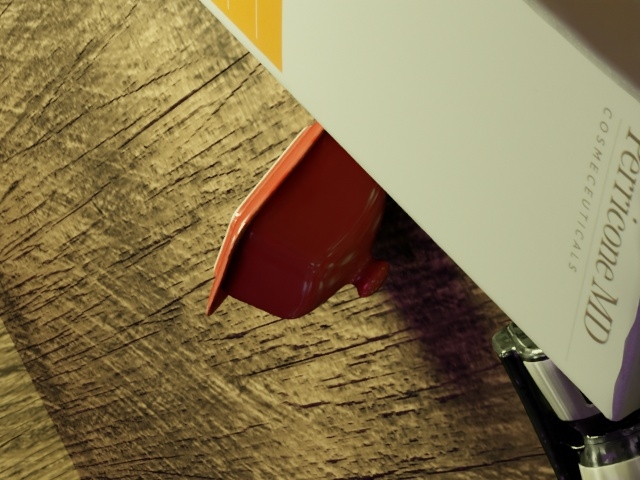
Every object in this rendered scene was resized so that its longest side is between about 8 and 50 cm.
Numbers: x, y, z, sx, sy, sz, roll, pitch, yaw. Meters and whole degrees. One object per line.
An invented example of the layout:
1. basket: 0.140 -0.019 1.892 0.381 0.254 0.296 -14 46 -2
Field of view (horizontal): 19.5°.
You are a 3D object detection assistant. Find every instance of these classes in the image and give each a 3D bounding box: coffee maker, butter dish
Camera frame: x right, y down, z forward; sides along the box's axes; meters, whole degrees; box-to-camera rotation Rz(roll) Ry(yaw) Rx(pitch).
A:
1. coffee maker: 0.184 0.123 1.194 0.171 0.120 0.178 -11 104 66
2. butter dish: 0.000 0.000 1.440 0.118 0.160 0.160 35 151 6

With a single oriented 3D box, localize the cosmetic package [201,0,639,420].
1. cosmetic package: 0.092 -0.145 1.058 0.453 0.161 0.230 47 151 32
